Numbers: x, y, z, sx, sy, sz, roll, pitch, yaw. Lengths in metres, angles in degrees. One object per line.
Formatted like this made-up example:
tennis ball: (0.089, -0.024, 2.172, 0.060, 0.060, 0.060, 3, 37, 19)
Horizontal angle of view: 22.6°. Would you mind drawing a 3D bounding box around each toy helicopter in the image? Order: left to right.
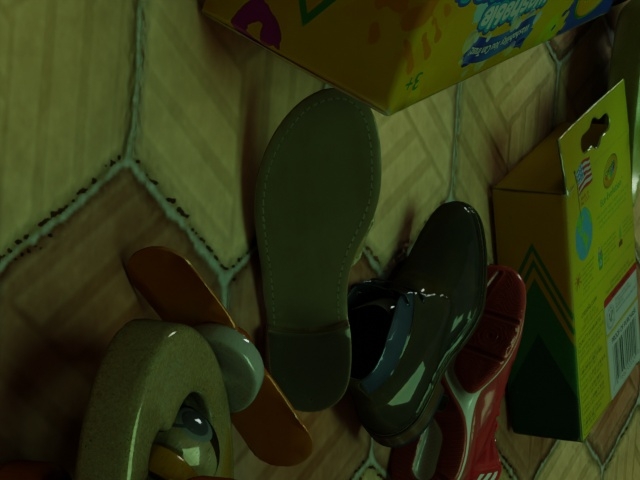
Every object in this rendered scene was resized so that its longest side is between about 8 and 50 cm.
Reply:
toy helicopter: (-0.077, 0.162, 1.018, 0.355, 0.140, 0.235, 69, 27, -57)

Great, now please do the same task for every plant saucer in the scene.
plant saucer: (0.336, -0.157, 1.743, 0.241, 0.037, 0.240, 6, 90, -75)

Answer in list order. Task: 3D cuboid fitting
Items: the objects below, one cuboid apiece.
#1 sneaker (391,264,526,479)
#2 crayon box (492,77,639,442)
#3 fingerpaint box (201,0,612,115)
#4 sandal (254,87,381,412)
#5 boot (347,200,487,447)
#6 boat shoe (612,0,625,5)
sneaker: (0.131, 0.137, 1.427, 0.221, 0.087, 0.128, -64, 156, -13)
crayon box: (0.251, 0.014, 1.609, 0.202, 0.081, 0.318, -38, 127, -54)
fingerpaint box: (0.146, -0.322, 1.133, 0.445, 0.163, 0.371, -29, 145, -58)
sandal: (-0.007, 0.000, 1.163, 0.079, 0.088, 0.240, -100, -167, -73)
boot: (0.075, 0.049, 1.289, 0.106, 0.082, 0.219, 51, 52, -56)
boat shoe: (0.352, -0.299, 1.784, 0.153, 0.056, 0.048, -29, 90, -51)
